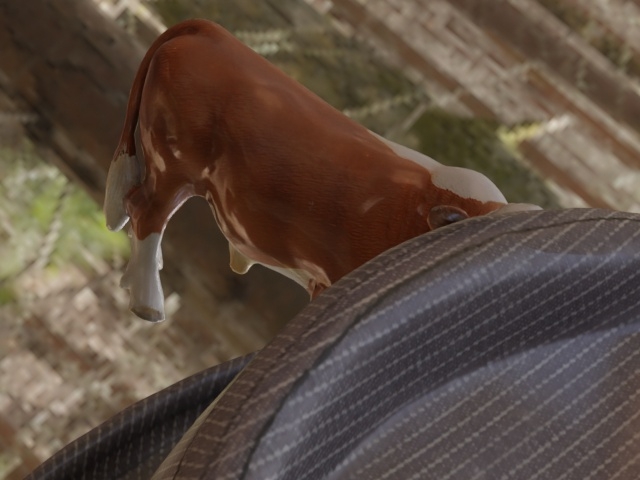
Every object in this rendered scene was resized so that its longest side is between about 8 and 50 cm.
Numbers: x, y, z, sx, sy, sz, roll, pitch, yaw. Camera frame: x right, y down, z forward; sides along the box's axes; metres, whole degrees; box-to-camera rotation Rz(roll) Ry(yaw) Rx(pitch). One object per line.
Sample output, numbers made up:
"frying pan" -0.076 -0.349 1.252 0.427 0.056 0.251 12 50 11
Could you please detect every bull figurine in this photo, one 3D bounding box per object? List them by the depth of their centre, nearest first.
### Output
"bull figurine" 0.000 0.000 1.085 0.101 0.310 0.188 -4 127 -57

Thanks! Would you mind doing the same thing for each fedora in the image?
"fedora" 0.054 0.076 0.366 0.275 0.244 0.124 -20 143 -35
